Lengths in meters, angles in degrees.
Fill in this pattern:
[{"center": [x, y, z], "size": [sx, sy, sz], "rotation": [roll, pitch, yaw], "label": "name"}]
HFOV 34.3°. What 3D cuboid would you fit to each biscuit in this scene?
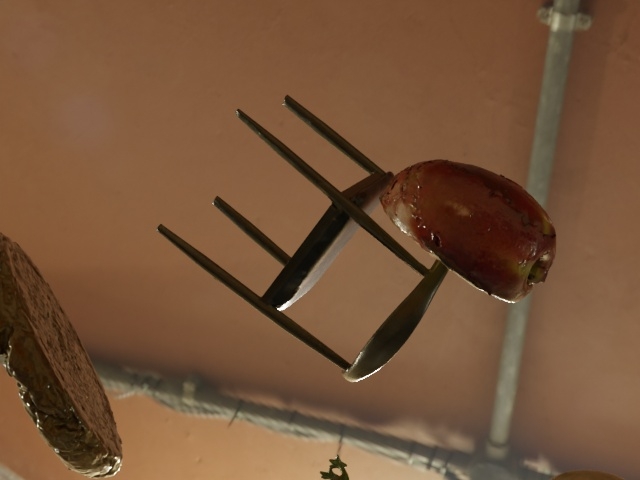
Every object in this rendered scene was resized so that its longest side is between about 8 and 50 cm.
[{"center": [-0.225, 0.097, 0.850], "size": [0.042, 0.226, 0.226], "rotation": [-26, -65, -6], "label": "biscuit"}]

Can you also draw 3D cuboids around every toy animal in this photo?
[{"center": [0.046, 0.289, 1.211], "size": [0.075, 0.217, 0.041], "rotation": [50, -58, 43], "label": "toy animal"}]

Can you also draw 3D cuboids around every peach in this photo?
[{"center": [0.145, -0.021, 0.969], "size": [0.172, 0.127, 0.092], "rotation": [40, -71, 9], "label": "peach"}]

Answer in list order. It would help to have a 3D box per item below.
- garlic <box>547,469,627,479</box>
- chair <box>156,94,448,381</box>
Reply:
[{"center": [0.152, 0.168, 0.589], "size": [0.066, 0.152, 0.084], "rotation": [31, -67, 32], "label": "garlic"}, {"center": [0.000, 0.000, 1.098], "size": [0.272, 0.166, 0.188], "rotation": [40, -68, 6], "label": "chair"}]
